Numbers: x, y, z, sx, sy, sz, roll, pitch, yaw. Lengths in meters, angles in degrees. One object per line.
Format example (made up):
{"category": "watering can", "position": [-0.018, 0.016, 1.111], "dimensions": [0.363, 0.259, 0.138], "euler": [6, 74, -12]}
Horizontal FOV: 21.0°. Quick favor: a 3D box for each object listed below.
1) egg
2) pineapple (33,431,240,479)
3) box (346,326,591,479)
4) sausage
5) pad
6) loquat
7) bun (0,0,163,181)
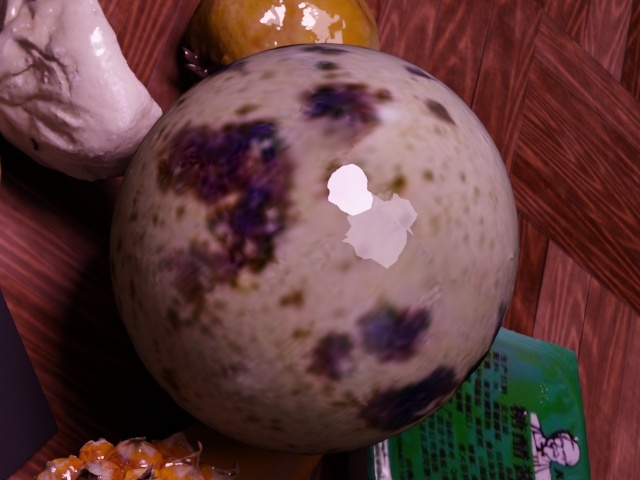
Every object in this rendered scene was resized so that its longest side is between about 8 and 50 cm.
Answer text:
{"category": "egg", "position": [0.000, 0.000, 1.489], "dimensions": [0.345, 0.345, 0.428], "euler": [58, 17, -9]}
{"category": "pineapple", "position": [-0.108, 0.284, 1.310], "dimensions": [0.263, 0.272, 0.262], "euler": [-1, 92, -22]}
{"category": "box", "position": [0.139, 0.213, 1.787], "dimensions": [0.337, 0.106, 0.264], "euler": [20, 58, -40]}
{"category": "sausage", "position": [-0.061, 0.190, 1.591], "dimensions": [0.328, 0.112, 0.112], "euler": [-33, 96, -50]}
{"category": "pad", "position": [-0.297, 0.133, 1.378], "dimensions": [0.170, 0.006, 0.245], "euler": [69, 26, -13]}
{"category": "loquat", "position": [-0.043, -0.176, 1.731], "dimensions": [0.213, 0.213, 0.213], "euler": [22, 56, -38]}
{"category": "bun", "position": [-0.237, -0.147, 1.523], "dimensions": [0.133, 0.231, 0.231], "euler": [-30, 95, -10]}
